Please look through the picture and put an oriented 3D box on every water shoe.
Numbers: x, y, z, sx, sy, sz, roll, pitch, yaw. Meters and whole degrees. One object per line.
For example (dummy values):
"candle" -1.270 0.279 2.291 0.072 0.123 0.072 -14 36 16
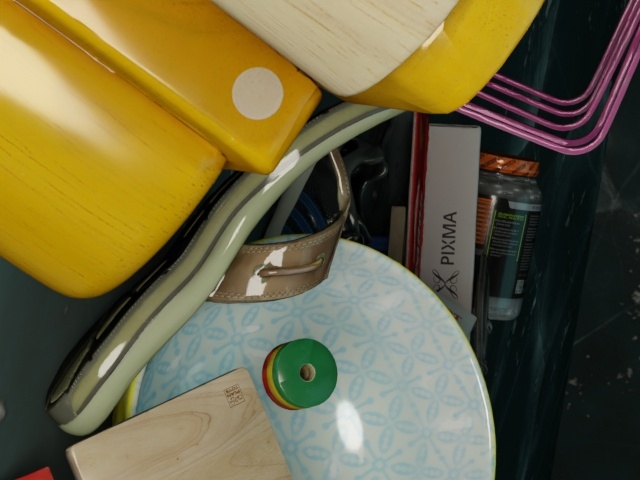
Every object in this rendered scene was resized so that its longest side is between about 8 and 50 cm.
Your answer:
"water shoe" 0.000 0.000 1.467 0.073 0.080 0.203 60 45 -67

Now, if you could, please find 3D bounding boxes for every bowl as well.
"bowl" -0.035 0.150 1.261 0.156 0.289 0.289 -19 -132 60

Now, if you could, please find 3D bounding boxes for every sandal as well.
"sandal" -0.048 0.016 1.104 0.303 0.086 0.120 -48 -173 -5

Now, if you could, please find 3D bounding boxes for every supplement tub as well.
"supplement tub" 0.196 -0.009 2.062 0.117 0.117 0.190 -11 114 -73

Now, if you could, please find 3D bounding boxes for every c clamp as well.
"c clamp" 0.165 0.093 1.812 0.161 0.022 0.137 -74 161 -63

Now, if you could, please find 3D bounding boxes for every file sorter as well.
"file sorter" 0.205 -0.211 1.677 0.291 0.202 0.182 -62 175 -74

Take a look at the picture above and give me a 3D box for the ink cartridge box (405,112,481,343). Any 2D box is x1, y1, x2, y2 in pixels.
"ink cartridge box" 0.125 0.016 1.783 0.261 0.066 0.296 79 14 -68

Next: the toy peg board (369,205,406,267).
"toy peg board" 0.043 0.076 1.718 0.161 0.079 0.161 86 7 -49

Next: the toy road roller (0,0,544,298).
"toy road roller" -0.077 -0.095 0.781 0.241 0.202 0.329 -57 -161 -7

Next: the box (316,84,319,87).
"box" -0.029 -0.209 1.124 0.123 0.128 0.257 88 21 -45

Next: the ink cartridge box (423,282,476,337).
"ink cartridge box" 0.035 0.117 1.523 0.127 0.128 0.176 -58 178 35

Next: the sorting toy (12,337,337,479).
"sorting toy" -0.093 0.170 1.109 0.274 0.046 0.132 -24 92 -31
